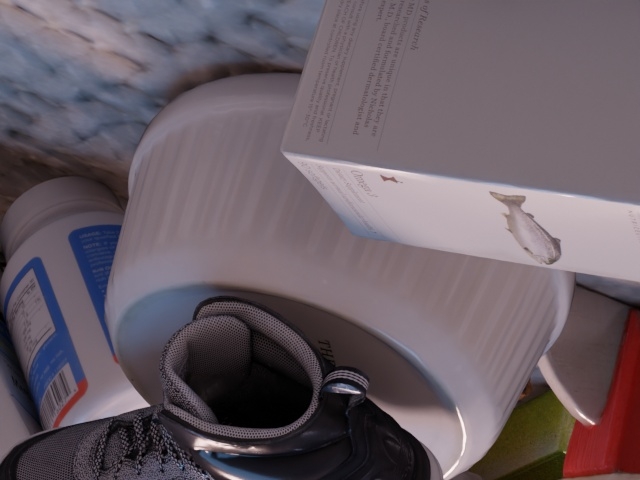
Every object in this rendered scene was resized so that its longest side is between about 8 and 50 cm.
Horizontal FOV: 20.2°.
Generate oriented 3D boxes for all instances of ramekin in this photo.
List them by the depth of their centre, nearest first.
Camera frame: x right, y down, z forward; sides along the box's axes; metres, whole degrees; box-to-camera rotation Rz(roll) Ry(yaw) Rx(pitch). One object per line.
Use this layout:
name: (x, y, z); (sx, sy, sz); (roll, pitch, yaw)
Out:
ramekin: (0.000, 0.039, 1.033); (0.273, 0.127, 0.273); (15, 146, 11)

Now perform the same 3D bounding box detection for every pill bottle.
pill bottle: (-0.147, 0.058, 1.218); (0.124, 0.124, 0.221); (32, -159, -43)

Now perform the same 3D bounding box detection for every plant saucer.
plant saucer: (0.225, 0.211, 1.510); (0.188, 0.045, 0.188); (36, 147, -10)

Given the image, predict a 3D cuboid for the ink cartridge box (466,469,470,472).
ink cartridge box: (0.218, 0.291, 1.781); (0.272, 0.130, 0.309); (8, 162, 23)

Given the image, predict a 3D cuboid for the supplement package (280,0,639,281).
supplement package: (0.092, -0.053, 0.804); (0.179, 0.105, 0.105); (9, 162, 24)

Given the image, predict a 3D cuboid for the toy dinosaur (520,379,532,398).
toy dinosaur: (0.060, 0.131, 1.391); (0.211, 0.064, 0.112); (-20, 112, 8)

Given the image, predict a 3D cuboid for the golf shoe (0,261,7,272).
golf shoe: (-0.295, 0.037, 1.586); (0.094, 0.077, 0.198); (-26, 138, 35)

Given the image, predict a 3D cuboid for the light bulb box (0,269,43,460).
light bulb box: (-0.291, 0.175, 1.334); (0.225, 0.361, 0.358); (-28, 149, -3)

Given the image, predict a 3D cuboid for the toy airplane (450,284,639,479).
toy airplane: (0.161, 0.214, 1.156); (0.272, 0.384, 0.386); (-1, 126, -19)

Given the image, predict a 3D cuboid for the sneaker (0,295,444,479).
sneaker: (-0.076, 0.102, 0.964); (0.269, 0.101, 0.153); (-2, 139, 22)
